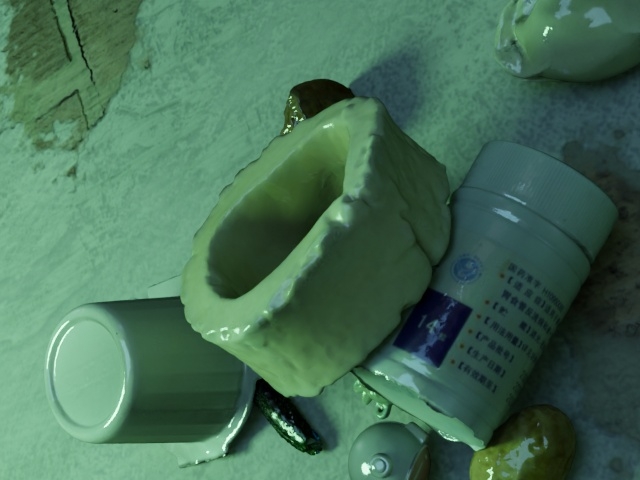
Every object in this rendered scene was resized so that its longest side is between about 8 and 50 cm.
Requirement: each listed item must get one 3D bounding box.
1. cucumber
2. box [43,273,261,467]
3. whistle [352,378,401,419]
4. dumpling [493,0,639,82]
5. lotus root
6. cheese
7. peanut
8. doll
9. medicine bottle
[{"bbox_3d":[-0.080,0.200,1.732,0.044,0.043,0.256,-51,57,12],"label":"cucumber"},{"bbox_3d":[-0.250,0.157,1.715,0.291,0.206,0.262,38,109,33],"label":"box"},{"bbox_3d":[0.101,0.102,1.624,0.102,0.106,0.253,11,80,10],"label":"whistle"},{"bbox_3d":[0.331,-0.280,1.595,0.250,0.132,0.162,-16,70,25],"label":"dumpling"},{"bbox_3d":[0.011,-0.142,1.755,0.095,0.135,0.159,12,94,32],"label":"lotus root"},{"bbox_3d":[0.002,0.003,1.488,0.332,0.153,0.292,-47,29,11],"label":"cheese"},{"bbox_3d":[0.217,0.291,1.496,0.108,0.095,0.226,30,93,30],"label":"peanut"},{"bbox_3d":[0.049,0.350,1.552,0.151,0.151,0.287,20,81,34],"label":"doll"},{"bbox_3d":[0.194,0.058,1.501,0.190,0.190,0.332,25,76,34],"label":"medicine bottle"}]
